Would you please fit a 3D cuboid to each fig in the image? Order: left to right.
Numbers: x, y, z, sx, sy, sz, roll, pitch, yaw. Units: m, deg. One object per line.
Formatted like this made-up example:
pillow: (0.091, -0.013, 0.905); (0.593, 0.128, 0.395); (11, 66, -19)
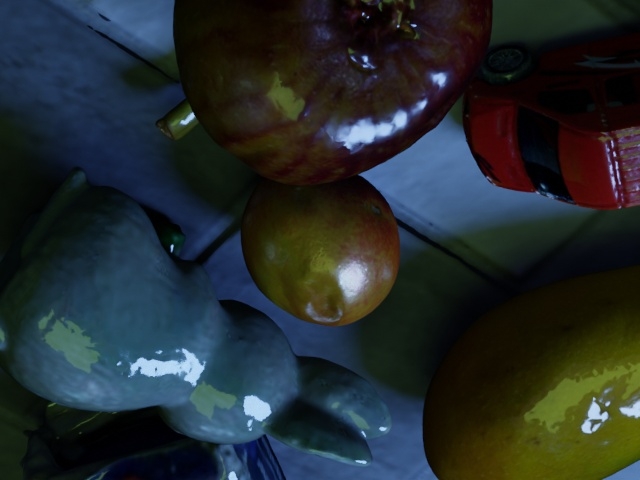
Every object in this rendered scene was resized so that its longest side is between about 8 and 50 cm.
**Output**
fig: (-0.007, -0.119, 1.033); (0.175, 0.207, 0.175); (-1, 95, -15)

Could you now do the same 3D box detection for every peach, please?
peach: (0.001, -0.001, 1.145); (0.101, 0.100, 0.100); (-1, 129, -1)

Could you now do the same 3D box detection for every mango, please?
mango: (0.171, 0.081, 1.207); (0.253, 0.113, 0.138); (-30, 125, 19)

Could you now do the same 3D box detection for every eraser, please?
eraser: (-0.081, 0.236, 1.333); (0.155, 0.101, 0.332); (-14, 128, 10)

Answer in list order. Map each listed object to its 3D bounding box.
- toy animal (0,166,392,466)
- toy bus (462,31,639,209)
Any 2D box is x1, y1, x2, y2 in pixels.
toy animal: (-0.082, 0.072, 1.164); (0.251, 0.125, 0.127); (35, 90, -14)
toy bus: (0.180, -0.069, 1.099); (0.195, 0.089, 0.081); (-11, 129, 7)
